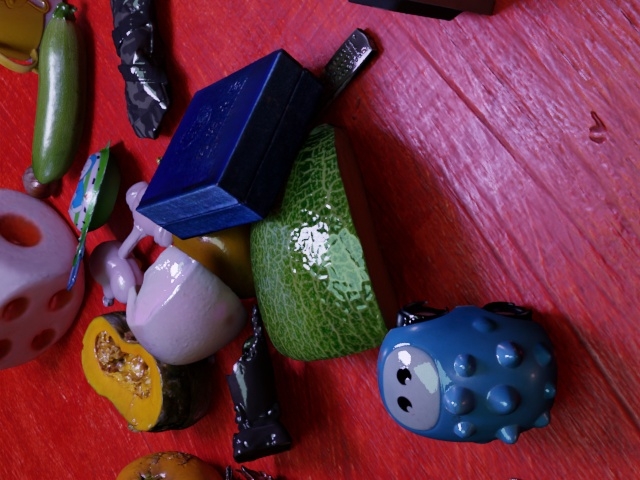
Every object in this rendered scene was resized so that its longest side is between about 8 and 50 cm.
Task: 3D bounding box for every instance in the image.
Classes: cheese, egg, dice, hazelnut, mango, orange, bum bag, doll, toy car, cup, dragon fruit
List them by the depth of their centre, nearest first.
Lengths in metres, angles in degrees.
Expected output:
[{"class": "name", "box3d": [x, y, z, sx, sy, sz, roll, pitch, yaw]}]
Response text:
[{"class": "toy car", "box3d": [0.207, 0.190, 1.181, 0.255, 0.190, 0.188, 0, 102, 0]}, {"class": "egg", "box3d": [-0.253, 0.141, 1.551, 0.206, 0.161, 0.271, 39, 162, -10]}, {"class": "mango", "box3d": [-0.181, 0.007, 1.571, 0.221, 0.120, 0.151, 42, 133, 20]}, {"class": "dragon fruit", "box3d": [-0.114, 0.478, 1.579, 0.142, 0.121, 0.130, 4, 93, 37]}, {"class": "orange", "box3d": [-0.291, 0.532, 1.658, 0.246, 0.246, 0.246, 7, 100, 40]}, {"class": "bum bag", "box3d": [-0.353, -0.366, 1.685, 0.144, 0.095, 0.340, -10, 88, 56]}, {"class": "doll", "box3d": [-0.373, 0.001, 1.751, 0.160, 0.094, 0.365, 47, 123, 23]}, {"class": "cheese", "box3d": [-0.479, -0.056, 1.778, 0.204, 0.083, 0.320, -30, 46, 63]}, {"class": "cup", "box3d": [-0.685, -0.466, 1.866, 0.185, 0.226, 0.241, -40, 63, 37]}, {"class": "dice", "box3d": [-0.726, 0.086, 1.948, 0.304, 0.277, 0.304, 46, 121, 24]}, {"class": "hazelnut", "box3d": [-0.642, -0.138, 1.972, 0.086, 0.086, 0.086, 7, 100, 40]}]

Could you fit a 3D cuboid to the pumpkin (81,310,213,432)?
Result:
[{"class": "pumpkin", "box3d": [-0.354, 0.276, 1.734, 0.317, 0.139, 0.221, 24, 112, 39]}]

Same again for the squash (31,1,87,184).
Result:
[{"class": "squash", "box3d": [-0.560, -0.312, 1.858, 0.107, 0.107, 0.395, 16, 103, 38]}]

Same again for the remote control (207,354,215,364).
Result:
[{"class": "remote control", "box3d": [-0.235, 0.185, 1.707, 0.053, 0.018, 0.124, -3, 94, 42]}]

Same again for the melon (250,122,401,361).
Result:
[{"class": "melon", "box3d": [0.000, 0.000, 1.378, 0.331, 0.226, 0.343, -17, 94, 66]}]

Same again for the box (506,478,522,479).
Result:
[{"class": "box", "box3d": [0.317, 0.448, 1.224, 0.201, 0.090, 0.144, 20, 109, 37]}]

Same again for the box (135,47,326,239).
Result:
[{"class": "box", "box3d": [-0.152, -0.151, 1.414, 0.279, 0.116, 0.261, -10, 50, 51]}]

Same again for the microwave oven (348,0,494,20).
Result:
[{"class": "microwave oven", "box3d": [0.105, -0.429, 1.148, 0.181, 0.295, 0.237, 23, 111, 36]}]

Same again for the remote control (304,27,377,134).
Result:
[{"class": "remote control", "box3d": [0.017, -0.260, 1.425, 0.212, 0.028, 0.059, -45, 63, 34]}]

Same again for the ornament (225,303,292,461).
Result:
[{"class": "ornament", "box3d": [-0.120, 0.254, 1.528, 0.251, 0.106, 0.260, 104, 157, -69]}]
